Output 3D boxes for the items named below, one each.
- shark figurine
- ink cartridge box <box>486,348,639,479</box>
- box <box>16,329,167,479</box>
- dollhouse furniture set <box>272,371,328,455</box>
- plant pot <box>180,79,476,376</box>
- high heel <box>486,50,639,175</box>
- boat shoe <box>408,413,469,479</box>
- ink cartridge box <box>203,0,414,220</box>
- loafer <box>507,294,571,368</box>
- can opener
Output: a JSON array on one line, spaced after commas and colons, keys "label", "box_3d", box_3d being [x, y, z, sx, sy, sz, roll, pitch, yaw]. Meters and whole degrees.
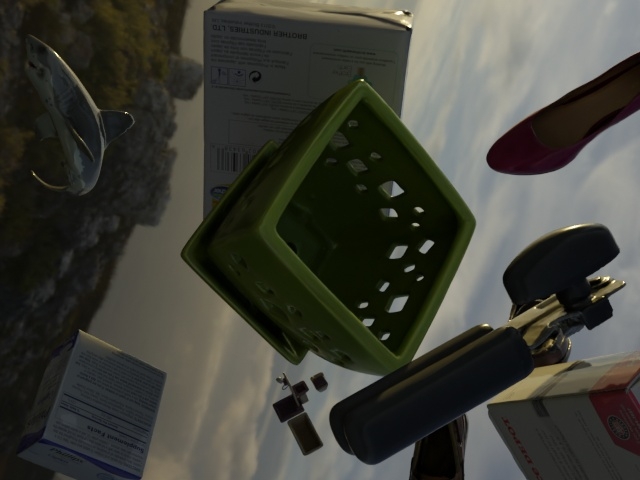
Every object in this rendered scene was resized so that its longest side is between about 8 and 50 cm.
[{"label": "shark figurine", "box_3d": [-0.306, -0.129, 0.996, 0.116, 0.166, 0.278, -34, 157, -31]}, {"label": "ink cartridge box", "box_3d": [0.379, 0.262, 0.967, 0.117, 0.207, 0.283, -30, 178, -26]}, {"label": "box", "box_3d": [-0.257, 0.196, 0.847, 0.072, 0.126, 0.137, -32, -143, 36]}, {"label": "dollhouse furniture set", "box_3d": [-0.018, 0.240, 1.076, 0.114, 0.091, 0.081, 56, -13, 43]}, {"label": "plant pot", "box_3d": [0.000, 0.000, 0.815, 0.207, 0.228, 0.227, -15, -145, 50]}, {"label": "high heel", "box_3d": [0.465, -0.243, 1.314, 0.127, 0.377, 0.181, 67, 8, 26]}, {"label": "boat shoe", "box_3d": [0.194, 0.422, 1.272, 0.104, 0.110, 0.308, 46, 43, -59]}, {"label": "ink cartridge box", "box_3d": [-0.024, -0.125, 1.053, 0.151, 0.269, 0.396, -69, 165, -64]}, {"label": "loafer", "box_3d": [0.362, 0.131, 1.275, 0.302, 0.109, 0.095, -48, 120, -68]}, {"label": "can opener", "box_3d": [0.129, 0.081, 0.606, 0.280, 0.093, 0.074, -30, -178, -16]}]
